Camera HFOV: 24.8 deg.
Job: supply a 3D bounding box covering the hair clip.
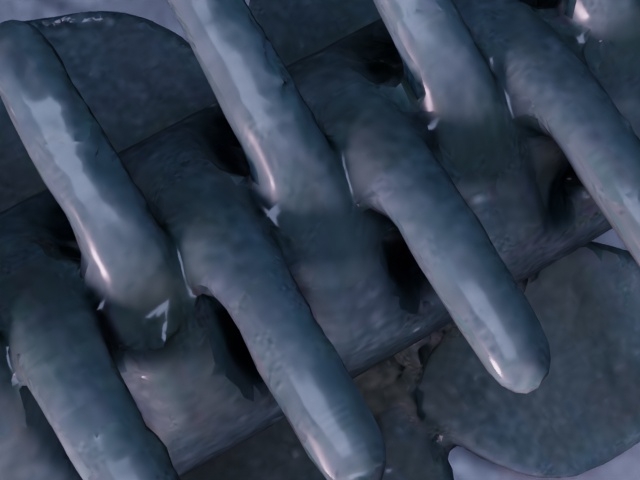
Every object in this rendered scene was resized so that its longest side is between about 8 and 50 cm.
[{"bbox_3d":[0.000,0.000,0.554,0.318,0.238,0.392,-27,81,-9],"label":"hair clip"}]
